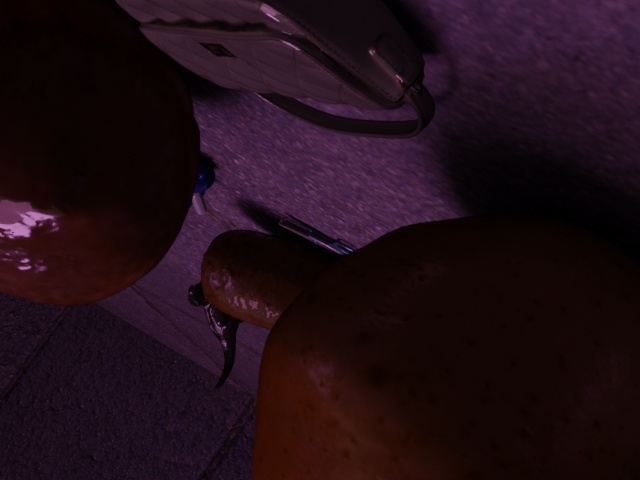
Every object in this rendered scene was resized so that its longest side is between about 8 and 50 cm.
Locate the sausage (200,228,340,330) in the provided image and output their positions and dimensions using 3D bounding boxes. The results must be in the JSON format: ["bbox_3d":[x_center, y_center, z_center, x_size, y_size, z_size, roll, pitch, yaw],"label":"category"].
[{"bbox_3d":[0.047,0.104,1.294,0.501,0.136,0.123,25,127,30],"label":"sausage"}]

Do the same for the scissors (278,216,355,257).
[{"bbox_3d":[0.000,0.000,1.294,0.119,0.014,0.058,26,165,17],"label":"scissors"}]

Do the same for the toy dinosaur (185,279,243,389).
[{"bbox_3d":[-0.221,0.166,1.986,0.187,0.179,0.087,45,162,-27],"label":"toy dinosaur"}]

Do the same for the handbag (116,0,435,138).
[{"bbox_3d":[-0.026,-0.142,0.779,0.219,0.079,0.256,41,166,-37],"label":"handbag"}]

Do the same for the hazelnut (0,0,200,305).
[{"bbox_3d":[-0.286,-0.112,1.012,0.372,0.315,0.372,42,-165,-14],"label":"hazelnut"}]

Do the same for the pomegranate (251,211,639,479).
[{"bbox_3d":[0.141,0.165,0.803,0.410,0.410,0.410,32,165,9],"label":"pomegranate"}]

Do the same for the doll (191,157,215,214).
[{"bbox_3d":[-0.175,-0.079,1.344,0.098,0.058,0.143,58,160,-7],"label":"doll"}]
